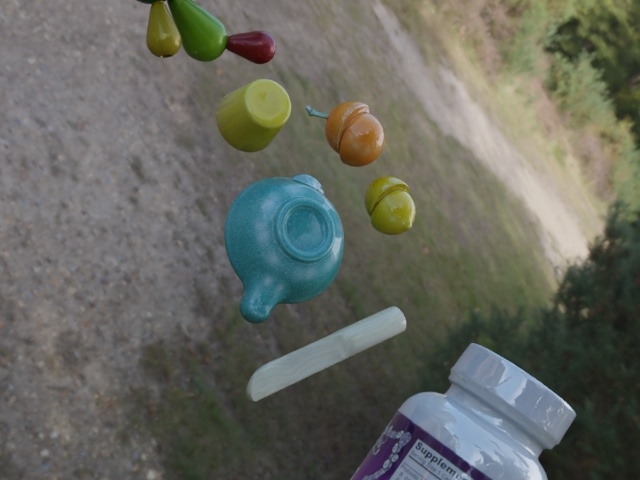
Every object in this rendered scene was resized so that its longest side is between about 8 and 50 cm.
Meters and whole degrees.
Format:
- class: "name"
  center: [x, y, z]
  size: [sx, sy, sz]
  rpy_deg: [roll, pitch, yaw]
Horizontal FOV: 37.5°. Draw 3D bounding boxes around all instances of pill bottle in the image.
- class: "pill bottle"
  center: [0.114, 0.257, 0.921]
  size: [0.169, 0.301, 0.169]
  rpy_deg: [35, -6, 4]

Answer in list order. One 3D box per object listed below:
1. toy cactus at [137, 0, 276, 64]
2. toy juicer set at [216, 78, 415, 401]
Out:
- class: "toy cactus"
  center: [-0.098, -0.184, 0.515]
  size: [0.219, 0.181, 0.112]
  rpy_deg: [93, 0, -57]
- class: "toy juicer set"
  center: [0.000, 0.000, 0.986]
  size: [0.209, 0.089, 0.328]
  rpy_deg: [2, 77, -27]
